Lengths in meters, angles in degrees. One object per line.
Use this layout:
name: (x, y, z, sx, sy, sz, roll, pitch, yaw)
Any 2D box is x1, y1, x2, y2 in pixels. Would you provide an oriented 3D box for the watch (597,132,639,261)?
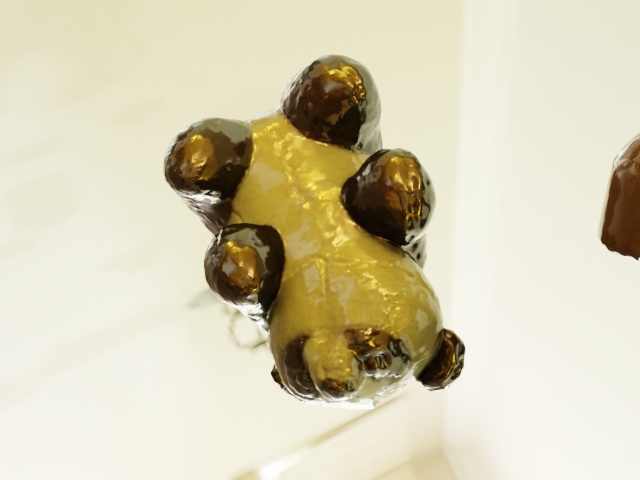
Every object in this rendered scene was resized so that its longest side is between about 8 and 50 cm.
watch: (0.318, 0.061, 0.878, 0.335, 0.314, 0.327, -66, 153, -64)

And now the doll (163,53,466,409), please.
doll: (0.001, -0.002, 0.946, 0.135, 0.143, 0.234, 66, -2, -46)
